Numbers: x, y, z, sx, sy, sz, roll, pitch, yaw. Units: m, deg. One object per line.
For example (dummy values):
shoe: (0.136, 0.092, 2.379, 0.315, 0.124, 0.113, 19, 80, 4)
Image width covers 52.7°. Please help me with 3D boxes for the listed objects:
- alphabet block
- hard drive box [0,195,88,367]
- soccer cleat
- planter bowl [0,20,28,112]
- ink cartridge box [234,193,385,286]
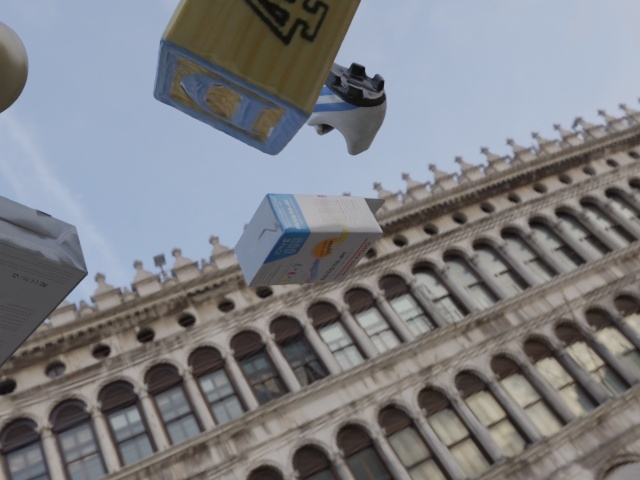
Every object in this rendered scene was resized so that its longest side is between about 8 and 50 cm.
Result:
alphabet block: (-0.084, -0.254, 0.835, 0.194, 0.192, 0.197, 26, -105, -13)
hard drive box: (-0.407, 0.057, 0.709, 0.232, 0.089, 0.181, -43, -41, 14)
soccer cleat: (-0.024, -0.265, 1.100, 0.116, 0.331, 0.143, -23, -38, -33)
planter bowl: (-0.533, -0.268, 0.946, 0.162, 0.162, 0.109, -36, -3, 1)
ink cartridge box: (0.000, 0.000, 0.792, 0.181, 0.061, 0.104, -1, -37, -36)
